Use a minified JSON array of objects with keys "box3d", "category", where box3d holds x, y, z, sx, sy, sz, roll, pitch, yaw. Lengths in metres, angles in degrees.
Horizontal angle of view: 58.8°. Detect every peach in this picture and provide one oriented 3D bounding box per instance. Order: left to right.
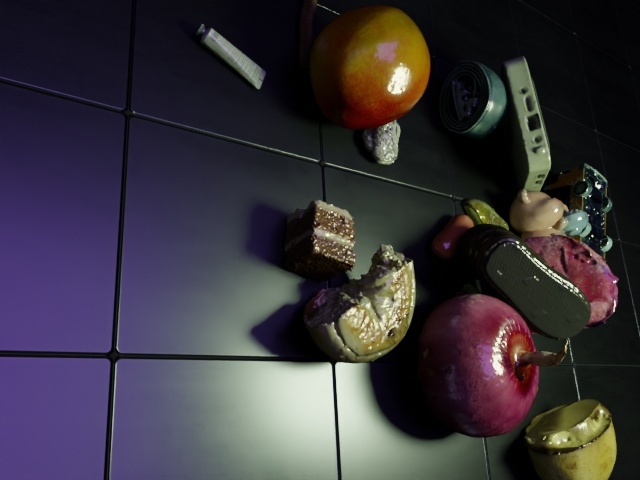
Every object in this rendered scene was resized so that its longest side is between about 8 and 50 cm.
[{"box3d":[0.118,-0.434,1.457,0.308,0.308,0.332,41,67,-19],"category":"peach"}]

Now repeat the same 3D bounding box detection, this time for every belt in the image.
[{"box3d":[0.467,-0.445,1.774,0.116,0.206,0.267,11,54,-32],"category":"belt"}]

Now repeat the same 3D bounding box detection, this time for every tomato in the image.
[{"box3d":[0.698,0.127,1.688,0.176,0.335,0.289,4,72,-62],"category":"tomato"}]

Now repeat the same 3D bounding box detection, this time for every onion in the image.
[{"box3d":[0.417,0.319,1.413,0.358,0.345,0.357,-28,128,-43],"category":"onion"}]

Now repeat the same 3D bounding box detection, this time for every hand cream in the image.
[{"box3d":[-0.215,-0.443,1.367,0.195,0.042,0.067,35,48,-29],"category":"hand cream"}]

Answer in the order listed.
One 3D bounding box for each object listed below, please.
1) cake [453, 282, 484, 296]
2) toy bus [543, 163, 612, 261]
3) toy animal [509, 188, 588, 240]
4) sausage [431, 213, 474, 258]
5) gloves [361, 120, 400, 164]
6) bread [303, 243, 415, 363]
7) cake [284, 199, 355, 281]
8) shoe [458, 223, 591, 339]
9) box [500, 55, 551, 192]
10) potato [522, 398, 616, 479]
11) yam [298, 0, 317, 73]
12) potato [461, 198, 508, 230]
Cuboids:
[{"box3d":[0.490,0.226,1.625,0.100,0.099,0.235,-35,95,-41],"category":"cake"},{"box3d":[0.878,-0.081,1.965,0.162,0.194,0.323,27,63,-27],"category":"toy bus"},{"box3d":[0.710,-0.035,1.837,0.210,0.230,0.221,5,113,-64],"category":"toy animal"},{"box3d":[0.385,-0.013,1.645,0.077,0.077,0.194,55,50,-9],"category":"sausage"},{"box3d":[0.170,-0.287,1.578,0.115,0.070,0.153,22,64,-30],"category":"gloves"},{"box3d":[0.106,0.166,1.308,0.314,0.171,0.192,-43,114,-33],"category":"bread"},{"box3d":[0.000,0.000,1.314,0.135,0.135,0.147,23,57,-29],"category":"cake"},{"box3d":[0.550,0.106,1.565,0.384,0.237,0.171,36,100,-14],"category":"shoe"},{"box3d":[0.654,-0.355,1.830,0.373,0.091,0.366,35,44,-73],"category":"box"},{"box3d":[0.711,0.602,1.597,0.286,0.243,0.242,-24,90,-47],"category":"potato"},{"box3d":[-0.035,-0.600,1.553,0.045,0.046,0.326,39,49,-60],"category":"yam"},{"box3d":[0.528,-0.064,1.785,0.198,0.054,0.119,48,55,-14],"category":"potato"}]
